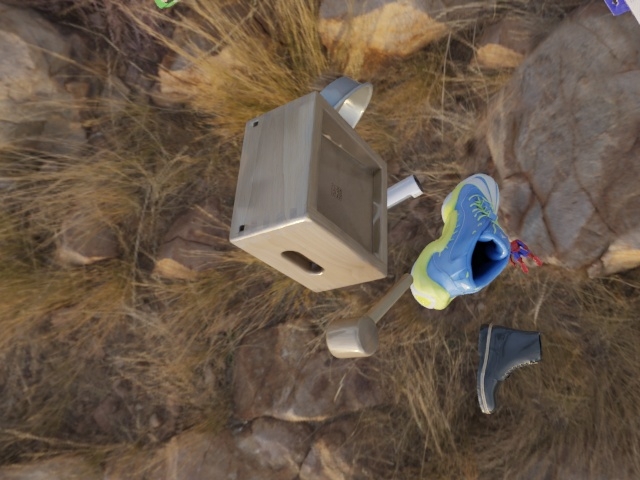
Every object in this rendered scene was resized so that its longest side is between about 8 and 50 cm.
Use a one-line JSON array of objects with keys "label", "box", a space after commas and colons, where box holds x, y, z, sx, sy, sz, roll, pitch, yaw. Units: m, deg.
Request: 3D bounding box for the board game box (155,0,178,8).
[{"label": "board game box", "box": [0.057, -0.246, 0.323, 0.317, 0.213, 0.046, -42, 119, -23]}]

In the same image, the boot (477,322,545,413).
[{"label": "boot", "box": [0.420, 0.286, 1.230, 0.137, 0.077, 0.198, 0, 89, 27]}]

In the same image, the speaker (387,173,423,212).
[{"label": "speaker", "box": [0.187, -0.111, 1.398, 0.136, 0.055, 0.055, -29, 87, 21]}]

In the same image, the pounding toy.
[{"label": "pounding toy", "box": [0.005, 0.009, 0.516, 0.094, 0.181, 0.206, -15, 57, 32]}]

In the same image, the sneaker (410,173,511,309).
[{"label": "sneaker", "box": [0.219, -0.008, 0.757, 0.091, 0.126, 0.240, 42, 61, -19]}]

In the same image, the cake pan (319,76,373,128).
[{"label": "cake pan", "box": [0.001, -0.236, 1.219, 0.054, 0.293, 0.293, 41, 103, 7]}]

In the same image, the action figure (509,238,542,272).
[{"label": "action figure", "box": [0.333, 0.023, 0.935, 0.038, 0.115, 0.030, -34, 105, 11]}]

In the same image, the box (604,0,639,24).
[{"label": "box", "box": [0.387, -0.298, 0.615, 0.136, 0.081, 0.028, -35, 55, 33]}]
